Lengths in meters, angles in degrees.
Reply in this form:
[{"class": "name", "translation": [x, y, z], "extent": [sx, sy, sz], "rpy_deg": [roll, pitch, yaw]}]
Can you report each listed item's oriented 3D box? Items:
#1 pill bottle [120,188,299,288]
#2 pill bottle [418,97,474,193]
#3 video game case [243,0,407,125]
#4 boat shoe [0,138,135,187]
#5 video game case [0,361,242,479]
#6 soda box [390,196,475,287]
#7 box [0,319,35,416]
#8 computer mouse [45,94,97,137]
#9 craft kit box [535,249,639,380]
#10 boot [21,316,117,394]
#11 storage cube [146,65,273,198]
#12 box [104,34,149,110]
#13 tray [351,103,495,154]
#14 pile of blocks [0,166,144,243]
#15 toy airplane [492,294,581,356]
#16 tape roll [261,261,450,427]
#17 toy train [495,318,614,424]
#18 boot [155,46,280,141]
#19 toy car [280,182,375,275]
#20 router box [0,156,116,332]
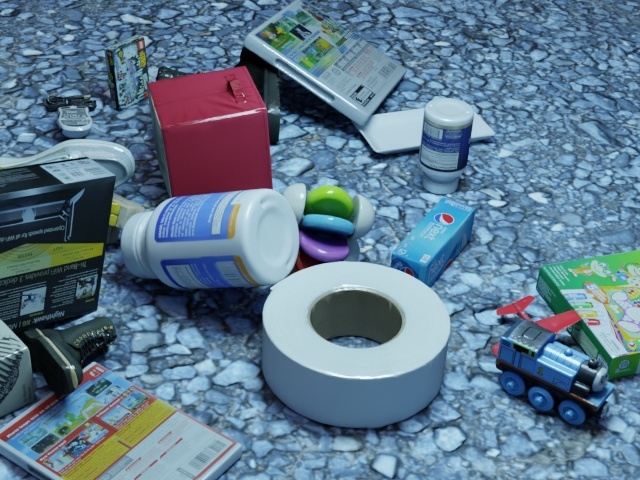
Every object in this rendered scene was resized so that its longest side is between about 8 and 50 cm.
[{"class": "pill bottle", "translation": [-0.184, 0.001, 1.779], "extent": [0.272, 0.152, 0.152], "rpy_deg": [-3, 28, 33]}, {"class": "pill bottle", "translation": [0.236, -0.176, 2.098], "extent": [0.094, 0.169, 0.094], "rpy_deg": [2, 35, -2]}, {"class": "video game case", "translation": [0.019, -0.392, 2.378], "extent": [0.300, 0.036, 0.329], "rpy_deg": [35, 32, 1]}, {"class": "boat shoe", "translation": [-0.493, -0.102, 1.992], "extent": [0.320, 0.118, 0.103], "rpy_deg": [-7, 42, -7]}, {"class": "video game case", "translation": [-0.280, 0.283, 1.521], "extent": [0.285, 0.025, 0.204], "rpy_deg": [24, 40, 27]}, {"class": "soda box", "translation": [0.195, 0.009, 1.914], "extent": [0.067, 0.071, 0.210], "rpy_deg": [21, 38, 23]}, {"class": "box", "translation": [-0.540, 0.218, 1.523], "extent": [0.275, 0.113, 0.094], "rpy_deg": [-27, 46, -34]}, {"class": "computer mouse", "translation": [-0.508, -0.249, 2.264], "extent": [0.106, 0.042, 0.193], "rpy_deg": [-1, 29, -14]}, {"class": "craft kit box", "translation": [0.519, 0.113, 1.806], "extent": [0.246, 0.061, 0.250], "rpy_deg": [-6, 36, -18]}, {"class": "boot", "translation": [-0.347, 0.156, 1.624], "extent": [0.137, 0.077, 0.198], "rpy_deg": [-15, 22, -27]}, {"class": "storage cube", "translation": [-0.206, -0.192, 2.058], "extent": [0.193, 0.215, 0.184], "rpy_deg": [-12, 37, -11]}, {"class": "box", "translation": [-0.406, -0.354, 2.335], "extent": [0.027, 0.137, 0.094], "rpy_deg": [21, 39, 32]}, {"class": "tray", "translation": [0.211, -0.226, 2.292], "extent": [0.270, 0.030, 0.145], "rpy_deg": [-9, 36, -17]}, {"class": "pile of blocks", "translation": [-0.490, -0.046, 1.871], "extent": [0.362, 0.113, 0.149], "rpy_deg": [15, 14, -6]}, {"class": "toy airplane", "translation": [0.333, 0.130, 1.758], "extent": [0.151, 0.028, 0.151], "rpy_deg": [-18, 26, 9]}, {"class": "tape roll", "translation": [0.050, 0.151, 1.673], "extent": [0.286, 0.100, 0.286], "rpy_deg": [2, 35, -1]}, {"class": "toy train", "translation": [0.342, 0.195, 1.626], "extent": [0.184, 0.105, 0.080], "rpy_deg": [25, 41, 29]}, {"class": "boot", "translation": [-0.218, -0.325, 2.313], "extent": [0.260, 0.131, 0.348], "rpy_deg": [0, 35, -4]}, {"class": "toy car", "translation": [0.000, 0.000, 1.823], "extent": [0.159, 0.182, 0.136], "rpy_deg": [12, 37, -13]}, {"class": "router box", "translation": [-0.464, 0.017, 1.650], "extent": [0.081, 0.243, 0.309], "rpy_deg": [31, 30, 35]}]
